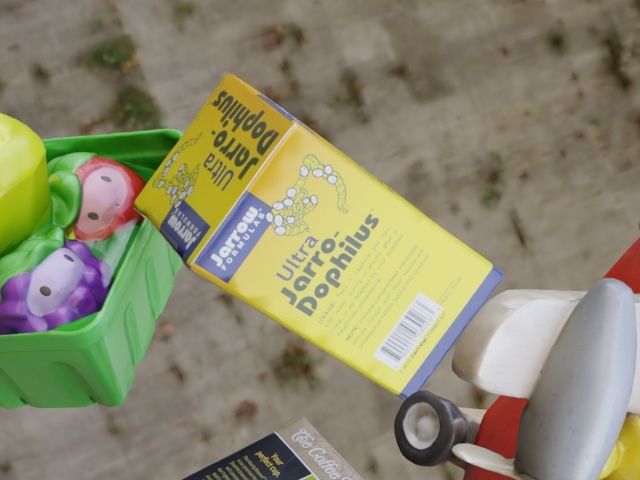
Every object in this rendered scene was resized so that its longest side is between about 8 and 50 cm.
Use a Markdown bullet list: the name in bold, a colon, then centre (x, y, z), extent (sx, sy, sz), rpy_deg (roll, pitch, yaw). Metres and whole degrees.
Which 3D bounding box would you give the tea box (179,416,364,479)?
- **tea box**: centre (-0.057, 0.401, 1.535), extent (0.329, 0.323, 0.220), rpy_deg (41, -28, 55)

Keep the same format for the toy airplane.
- **toy airplane**: centre (0.260, 0.110, 1.097), extent (0.272, 0.386, 0.384), rpy_deg (53, -20, 36)

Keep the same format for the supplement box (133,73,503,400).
- **supplement box**: centre (0.000, 0.000, 1.733), extent (0.356, 0.195, 0.194), rpy_deg (34, 4, -34)

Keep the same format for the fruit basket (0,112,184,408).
- **fruit basket**: centre (-0.338, -0.028, 1.773), extent (0.392, 0.282, 0.392), rpy_deg (-3, 90, -70)
